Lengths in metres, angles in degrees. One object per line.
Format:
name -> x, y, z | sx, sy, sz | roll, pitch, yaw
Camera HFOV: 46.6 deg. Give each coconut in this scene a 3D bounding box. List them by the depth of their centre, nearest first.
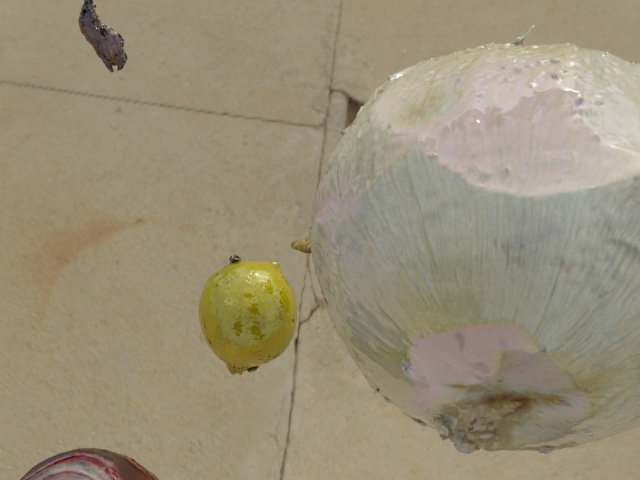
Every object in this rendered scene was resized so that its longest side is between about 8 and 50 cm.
coconut -> 0.140, 0.009, 0.536 | 0.297, 0.297, 0.254 | 25, 41, 10

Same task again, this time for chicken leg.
chicken leg -> -0.209, -0.197, 0.698 | 0.083, 0.036, 0.021 | 66, 29, -7

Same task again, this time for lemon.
lemon -> -0.126, 0.130, 1.288 | 0.173, 0.173, 0.206 | 6, 90, -1

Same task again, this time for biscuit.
biscuit -> 0.000, 0.000, 1.218 | 0.083, 0.081, 0.018 | -18, 101, -18

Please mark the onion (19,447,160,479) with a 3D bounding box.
onion -> -0.231, 0.342, 0.778 | 0.216, 0.206, 0.207 | -17, 42, 13
